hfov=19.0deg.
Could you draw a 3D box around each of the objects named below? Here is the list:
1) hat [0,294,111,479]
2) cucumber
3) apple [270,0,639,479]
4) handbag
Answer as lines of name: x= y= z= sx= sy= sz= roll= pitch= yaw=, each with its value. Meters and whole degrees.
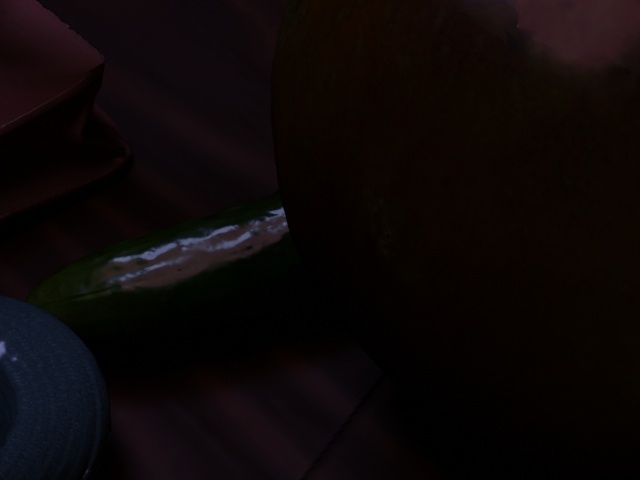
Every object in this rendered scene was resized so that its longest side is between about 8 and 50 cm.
hat: x=-0.172 y=0.086 z=0.715 sx=0.191 sy=0.078 sz=0.138 roll=-19 pitch=45 yaw=-40
cucumber: x=0.000 y=0.000 z=0.791 sx=0.250 sy=0.056 sz=0.056 roll=-19 pitch=40 yaw=-8
apple: x=0.093 y=-0.029 z=0.682 sx=0.237 sy=0.207 sz=0.237 roll=8 pitch=33 yaw=-5
handbag: x=-0.204 y=-0.071 z=0.917 sx=0.157 sy=0.059 sz=0.212 roll=-29 pitch=42 yaw=-23
